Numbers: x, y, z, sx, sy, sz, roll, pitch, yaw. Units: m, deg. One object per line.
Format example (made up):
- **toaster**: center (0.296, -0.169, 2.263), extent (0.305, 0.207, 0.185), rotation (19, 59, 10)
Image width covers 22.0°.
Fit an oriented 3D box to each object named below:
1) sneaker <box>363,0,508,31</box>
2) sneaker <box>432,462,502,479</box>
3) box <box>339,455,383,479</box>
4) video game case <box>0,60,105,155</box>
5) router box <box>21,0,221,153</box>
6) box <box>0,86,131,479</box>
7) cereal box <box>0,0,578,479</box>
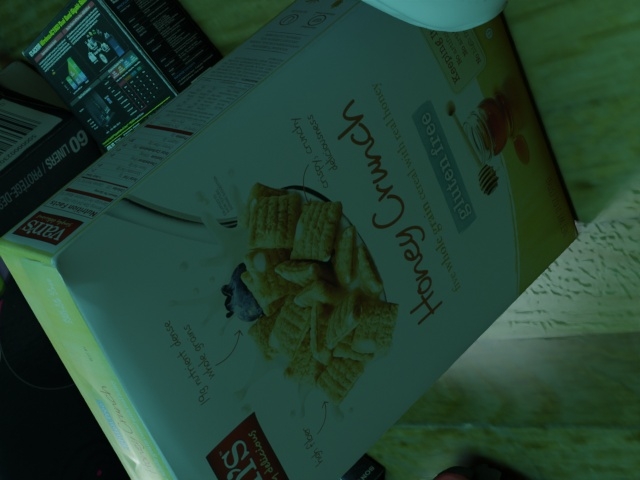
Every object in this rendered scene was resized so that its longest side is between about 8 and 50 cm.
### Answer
- **sneaker**: center (0.028, -0.193, 0.529), extent (0.152, 0.114, 0.305), rotation (20, 142, 42)
- **sneaker**: center (0.137, 0.240, 0.908), extent (0.276, 0.135, 0.097), rotation (30, 148, 33)
- **box**: center (-0.009, 0.177, 1.153), extent (0.116, 0.029, 0.162), rotation (33, 151, 22)
- **video game case**: center (-0.130, 0.026, 1.126), extent (0.204, 0.025, 0.285), rotation (35, 150, 21)
- **router box**: center (-0.109, -0.098, 0.923), extent (0.092, 0.038, 0.122), rotation (51, 151, -8)
- **box**: center (-0.205, 0.052, 1.060), extent (0.143, 0.165, 0.270), rotation (21, 143, 39)
- **cereal box**: center (0.000, 0.000, 0.684), extent (0.047, 0.240, 0.173), rotation (14, 138, 46)
